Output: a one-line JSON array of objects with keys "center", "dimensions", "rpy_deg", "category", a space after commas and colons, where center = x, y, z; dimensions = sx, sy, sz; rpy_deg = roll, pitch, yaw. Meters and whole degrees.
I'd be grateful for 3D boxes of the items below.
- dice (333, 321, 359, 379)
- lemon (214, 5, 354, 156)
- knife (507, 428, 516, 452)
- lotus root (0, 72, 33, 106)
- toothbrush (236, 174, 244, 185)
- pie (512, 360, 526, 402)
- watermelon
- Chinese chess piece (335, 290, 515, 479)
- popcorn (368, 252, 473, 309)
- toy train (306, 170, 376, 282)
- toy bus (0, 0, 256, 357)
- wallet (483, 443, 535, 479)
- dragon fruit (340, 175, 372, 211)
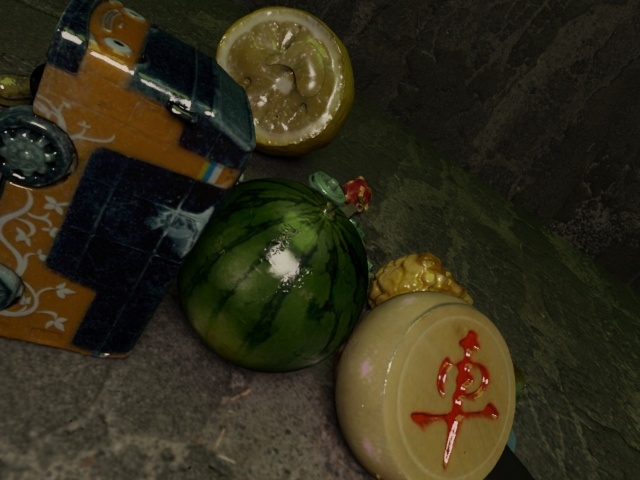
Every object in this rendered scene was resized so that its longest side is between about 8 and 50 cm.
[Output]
[{"center": [0.078, 0.180, 0.685], "dimensions": [0.093, 0.091, 0.094], "rpy_deg": [32, 28, -7], "category": "dice"}, {"center": [-0.083, -0.377, 1.158], "dimensions": [0.364, 0.364, 0.364], "rpy_deg": [27, 28, -16], "category": "lemon"}, {"center": [0.272, 0.361, 0.707], "dimensions": [0.044, 0.019, 0.313], "rpy_deg": [42, 25, 14], "category": "knife"}, {"center": [-0.490, -0.245, 0.757], "dimensions": [0.049, 0.054, 0.099], "rpy_deg": [59, 30, 1], "category": "lotus root"}, {"center": [-0.163, -0.086, 0.921], "dimensions": [0.019, 0.016, 0.220], "rpy_deg": [32, 24, -27], "category": "toothbrush"}, {"center": [0.340, 0.243, 0.945], "dimensions": [0.186, 0.041, 0.187], "rpy_deg": [27, 27, -15], "category": "pie"}, {"center": [-0.057, 0.042, 0.582], "dimensions": [0.242, 0.242, 0.242], "rpy_deg": [27, 28, -16], "category": "watermelon"}, {"center": [0.138, 0.189, 0.590], "dimensions": [0.250, 0.097, 0.251], "rpy_deg": [4, 83, -31], "category": "Chinese chess piece"}, {"center": [0.179, 0.105, 0.851], "dimensions": [0.180, 0.180, 0.170], "rpy_deg": [43, 63, 14], "category": "popcorn"}, {"center": [0.000, 0.000, 0.849], "dimensions": [0.221, 0.150, 0.304], "rpy_deg": [47, 26, 0], "category": "toy train"}, {"center": [-0.212, -0.045, 0.458], "dimensions": [0.194, 0.324, 0.162], "rpy_deg": [24, 29, -28], "category": "toy bus"}, {"center": [0.295, 0.380, 0.656], "dimensions": [0.244, 0.025, 0.124], "rpy_deg": [52, 27, 13], "category": "wallet"}, {"center": [0.092, -0.114, 1.194], "dimensions": [0.086, 0.081, 0.116], "rpy_deg": [41, 24, -13], "category": "dragon fruit"}]
